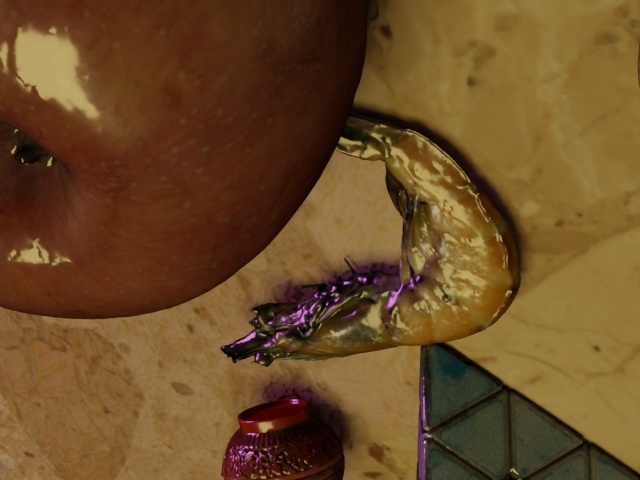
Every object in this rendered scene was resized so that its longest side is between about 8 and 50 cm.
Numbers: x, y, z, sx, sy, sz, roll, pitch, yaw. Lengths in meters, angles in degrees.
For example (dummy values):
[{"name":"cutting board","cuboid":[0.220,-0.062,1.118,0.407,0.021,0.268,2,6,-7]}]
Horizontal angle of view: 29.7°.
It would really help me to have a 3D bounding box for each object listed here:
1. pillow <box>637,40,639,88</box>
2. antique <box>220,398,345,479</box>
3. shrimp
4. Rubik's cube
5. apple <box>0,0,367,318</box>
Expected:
[{"name":"pillow","cuboid":[0.211,-0.140,0.573,0.130,0.033,0.217,6,133,25]},{"name":"antique","cuboid":[-0.029,0.181,0.963,0.104,0.104,0.104,15,136,15]},{"name":"shrimp","cuboid":[0.000,0.000,0.820,0.262,0.051,0.198,-19,113,36]},{"name":"Rubik's cube","cuboid":[0.098,0.164,0.859,0.211,0.190,0.178,-15,105,32]},{"name":"apple","cuboid":[-0.121,-0.106,0.638,0.305,0.235,0.306,14,134,15]}]
